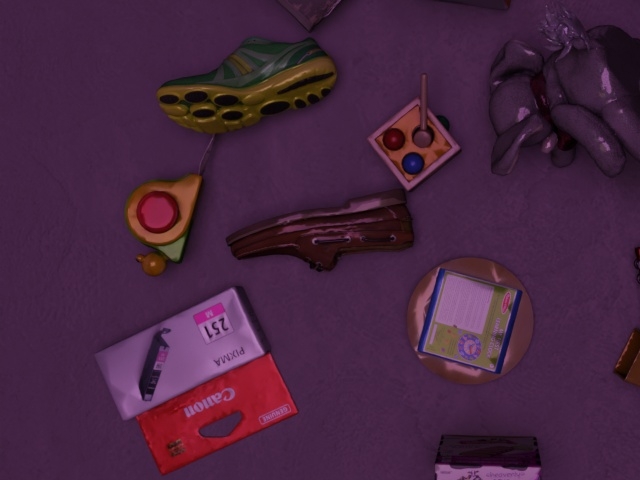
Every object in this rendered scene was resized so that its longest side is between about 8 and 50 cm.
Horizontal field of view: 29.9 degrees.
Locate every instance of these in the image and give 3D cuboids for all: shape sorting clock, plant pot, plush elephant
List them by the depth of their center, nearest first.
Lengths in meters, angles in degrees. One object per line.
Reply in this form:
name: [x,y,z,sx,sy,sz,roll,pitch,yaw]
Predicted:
plush elephant: [0.377,-0.200,1.839,0.330,0.255,0.272,33,51,-24]
plant pot: [0.525,0.196,1.893,0.083,0.081,0.081,25,94,0]
shape sorting clock: [0.243,0.131,1.952,0.206,0.040,0.206,0,87,7]

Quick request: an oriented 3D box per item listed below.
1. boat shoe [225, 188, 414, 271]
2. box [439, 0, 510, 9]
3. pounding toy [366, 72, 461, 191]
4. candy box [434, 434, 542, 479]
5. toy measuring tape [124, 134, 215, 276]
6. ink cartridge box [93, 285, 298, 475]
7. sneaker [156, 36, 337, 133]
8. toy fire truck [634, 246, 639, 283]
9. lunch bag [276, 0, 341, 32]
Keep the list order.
boat shoe: [0.000,0.000,1.952,0.307,0.111,0.104,-14,88,9]
box: [0.231,-0.555,1.850,0.168,0.215,0.345,10,93,15]
pounding toy: [0.156,-0.172,1.931,0.141,0.100,0.130,-39,86,7]
candy box: [0.260,0.355,1.855,0.159,0.233,0.071,0,91,8]
toy measuring tape: [-0.251,-0.103,1.994,0.121,0.121,0.330,14,84,8]
ink cartridge box: [-0.209,0.240,2.014,0.275,0.060,0.239,-26,86,8]
sneaker: [-0.123,-0.260,1.964,0.295,0.109,0.123,-13,50,-8]
toy fire truck: [0.570,0.045,1.898,0.135,0.047,0.192,-10,90,7]
lunch bag: [-0.035,-0.510,1.926,0.287,0.169,0.235,43,93,-2]
